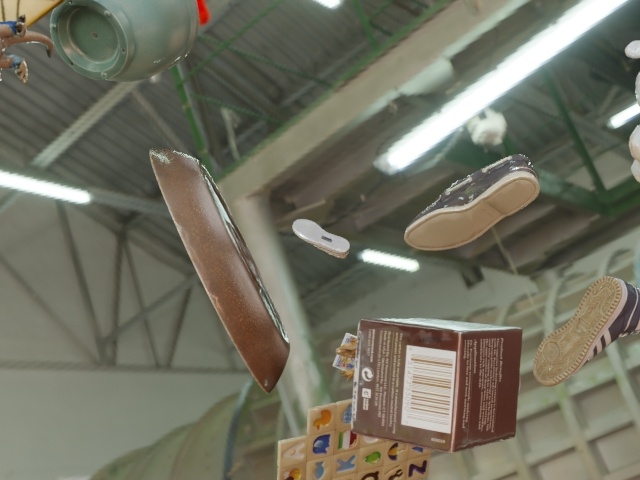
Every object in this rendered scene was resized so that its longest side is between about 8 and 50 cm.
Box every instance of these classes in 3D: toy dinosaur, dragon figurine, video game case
[{"bbox_3d":[0.101,0.222,1.792,0.211,0.064,0.112,0,-52,-55],"label":"toy dinosaur"},{"bbox_3d":[-0.438,-0.236,1.173,0.144,0.289,0.085,9,-65,7],"label":"dragon figurine"},{"bbox_3d":[0.102,0.286,2.326,0.122,0.087,0.011,23,-1,0],"label":"video game case"}]

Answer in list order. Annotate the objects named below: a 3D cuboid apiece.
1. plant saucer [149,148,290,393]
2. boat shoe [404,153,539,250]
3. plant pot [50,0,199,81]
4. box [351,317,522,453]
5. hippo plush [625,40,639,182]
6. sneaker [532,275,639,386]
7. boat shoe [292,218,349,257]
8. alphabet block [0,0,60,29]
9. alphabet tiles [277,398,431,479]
[{"bbox_3d":[-0.106,0.026,1.107,0.050,0.310,0.310,-26,-23,-1],"label":"plant saucer"},{"bbox_3d":[0.204,-0.051,1.314,0.206,0.065,0.075,-29,-52,30],"label":"boat shoe"},{"bbox_3d":[-0.417,-0.440,1.933,0.293,0.293,0.196,-38,13,37],"label":"plant pot"},{"bbox_3d":[0.171,0.202,1.391,0.167,0.168,0.203,3,-2,36],"label":"box"},{"bbox_3d":[0.570,-0.236,1.551,0.234,0.236,0.294,-20,-41,-1],"label":"hippo plush"},{"bbox_3d":[0.576,0.201,2.022,0.153,0.099,0.282,10,-58,-42],"label":"sneaker"},{"bbox_3d":[0.000,0.000,1.533,0.100,0.035,0.035,23,-31,10],"label":"boat shoe"},{"bbox_3d":[-0.531,-0.472,1.648,0.192,0.197,0.193,-37,19,0],"label":"alphabet block"},{"bbox_3d":[0.072,0.427,1.874,0.343,0.011,0.285,-8,-65,-25],"label":"alphabet tiles"}]
